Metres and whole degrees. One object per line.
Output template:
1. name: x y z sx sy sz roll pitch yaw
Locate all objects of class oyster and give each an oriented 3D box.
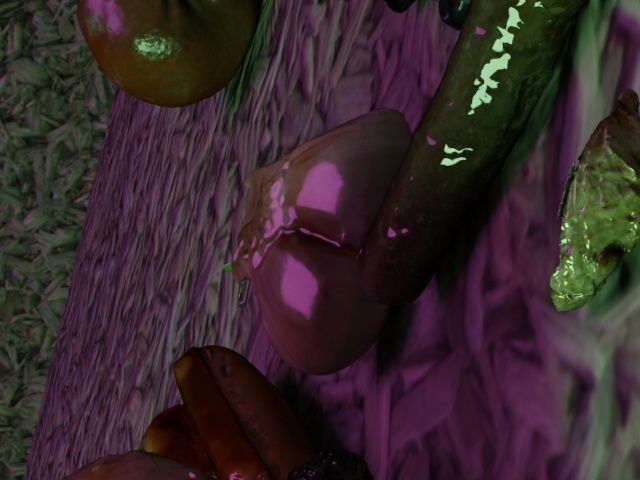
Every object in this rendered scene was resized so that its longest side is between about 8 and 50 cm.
1. oyster: 0.128 -0.012 0.537 0.083 0.038 0.081 79 -148 -47

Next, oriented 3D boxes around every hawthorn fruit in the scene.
1. hawthorn fruit: -0.166 -0.233 1.425 0.251 0.199 0.199 80 -169 -61

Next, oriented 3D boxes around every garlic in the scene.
1. garlic: 0.012 0.001 0.803 0.124 0.099 0.175 -7 74 59

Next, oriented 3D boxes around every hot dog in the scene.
1. hot dog: -0.057 0.168 0.894 0.135 0.100 0.337 -68 18 6

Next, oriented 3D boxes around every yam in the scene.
1. yam: 0.085 -0.074 0.653 0.061 0.061 0.274 -97 24 -48

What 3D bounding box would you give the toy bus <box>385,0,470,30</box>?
1. toy bus: 0.054 -0.219 0.784 0.138 0.112 0.317 -65 19 8

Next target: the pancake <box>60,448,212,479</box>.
1. pancake: -0.061 0.285 0.594 0.387 0.082 0.387 17 112 50

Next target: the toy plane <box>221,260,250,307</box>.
1. toy plane: -0.059 0.006 1.111 0.111 0.040 0.102 124 151 -51

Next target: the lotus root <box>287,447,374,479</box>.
1. lotus root: -0.011 0.209 0.672 0.120 0.120 0.210 -125 43 -68
